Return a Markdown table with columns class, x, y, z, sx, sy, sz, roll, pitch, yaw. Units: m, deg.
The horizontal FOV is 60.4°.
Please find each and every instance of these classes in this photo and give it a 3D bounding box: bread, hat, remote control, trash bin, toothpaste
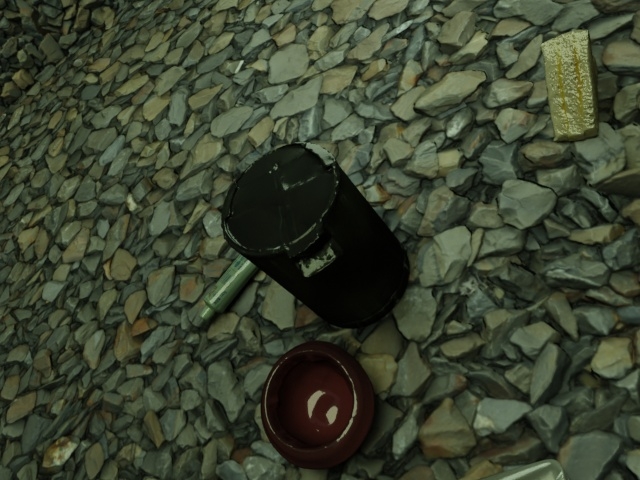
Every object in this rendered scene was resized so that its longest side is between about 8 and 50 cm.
| class | x | y | z | sx | sy | sz | roll | pitch | yaw |
| --- | --- | --- | --- | --- | --- | --- | --- | --- | --- |
| bread | 0.424 | -0.258 | 0.932 | 0.077 | 0.105 | 0.152 | -8 | 59 | 33 |
| hat | -0.003 | 0.263 | 0.887 | 0.206 | 0.089 | 0.205 | -11 | 64 | 22 |
| remote control | 0.219 | 0.356 | 0.736 | 0.229 | 0.044 | 0.073 | -25 | 51 | 16 |
| trash bin | 0.000 | 0.000 | 0.898 | 0.203 | 0.301 | 0.252 | -40 | 52 | 5 |
| toothpaste | -0.155 | 0.053 | 1.119 | 0.268 | 0.047 | 0.069 | -52 | 33 | -9 |

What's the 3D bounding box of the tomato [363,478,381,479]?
| class | x | y | z | sx | sy | sz | roll | pitch | yaw |
| --- | --- | --- | --- | --- | --- | --- | --- | --- | --- |
| tomato | 0.067 | 0.416 | 0.712 | 0.195 | 0.136 | 0.195 | -14 | 72 | 48 |
